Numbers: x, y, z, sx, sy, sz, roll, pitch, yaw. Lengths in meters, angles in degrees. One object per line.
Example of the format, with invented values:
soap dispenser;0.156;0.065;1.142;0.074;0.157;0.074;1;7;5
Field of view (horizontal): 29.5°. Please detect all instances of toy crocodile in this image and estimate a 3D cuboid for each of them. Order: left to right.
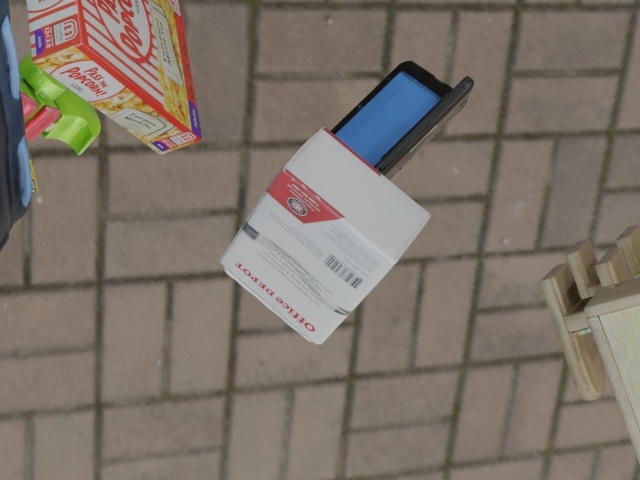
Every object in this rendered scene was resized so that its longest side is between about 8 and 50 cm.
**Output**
toy crocodile;-0.393;-0.179;1.466;0.115;0.105;0.340;-40;158;10

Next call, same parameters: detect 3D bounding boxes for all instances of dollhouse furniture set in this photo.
dollhouse furniture set;0.260;0.072;0.753;0.212;0.242;0.161;-18;95;28

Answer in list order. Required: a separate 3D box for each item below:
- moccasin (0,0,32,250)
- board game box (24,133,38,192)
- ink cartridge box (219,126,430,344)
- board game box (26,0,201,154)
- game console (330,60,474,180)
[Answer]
moccasin;-0.216;-0.135;0.605;0.137;0.117;0.342;18;125;19
board game box;-0.376;-0.096;1.133;0.194;0.060;0.194;-16;149;-15
ink cartridge box;0.000;0.000;0.859;0.099;0.135;0.056;40;53;0
board game box;-0.166;-0.171;0.974;0.045;0.147;0.193;-18;158;17
game console;0.056;-0.099;0.997;0.071;0.107;0.122;44;85;5
